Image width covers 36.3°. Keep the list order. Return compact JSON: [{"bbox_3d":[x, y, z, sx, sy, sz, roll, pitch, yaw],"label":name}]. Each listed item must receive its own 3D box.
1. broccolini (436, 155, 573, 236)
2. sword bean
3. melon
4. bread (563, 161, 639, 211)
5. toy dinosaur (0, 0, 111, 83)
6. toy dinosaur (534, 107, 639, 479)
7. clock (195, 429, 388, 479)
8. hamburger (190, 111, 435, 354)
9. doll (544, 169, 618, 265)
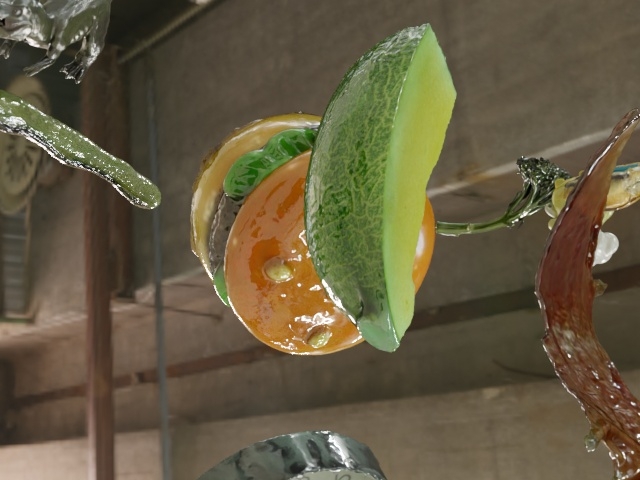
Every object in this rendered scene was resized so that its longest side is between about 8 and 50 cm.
[{"bbox_3d":[0.313,-0.072,1.716,0.271,0.062,0.123,-20,-68,26],"label":"broccolini"},{"bbox_3d":[-0.269,-0.097,1.051,0.043,0.269,0.038,-26,-126,26],"label":"sword bean"},{"bbox_3d":[0.054,-0.050,1.005,0.196,0.124,0.324,-42,-149,51],"label":"melon"},{"bbox_3d":[0.360,-0.065,1.231,0.106,0.072,0.053,-10,-78,58],"label":"bread"},{"bbox_3d":[-0.237,-0.244,0.950,0.087,0.187,0.179,37,-64,-1],"label":"toy dinosaur"},{"bbox_3d":[0.215,0.117,0.528,0.113,0.206,0.327,-33,-134,32],"label":"toy dinosaur"},{"bbox_3d":[-0.050,0.358,1.131,0.061,0.312,0.313,50,-58,48],"label":"clock"},{"bbox_3d":[0.000,0.000,1.612,0.277,0.395,0.396,43,-62,53],"label":"hamburger"},{"bbox_3d":[0.395,-0.030,1.473,0.106,0.062,0.163,-22,-128,26],"label":"doll"}]
